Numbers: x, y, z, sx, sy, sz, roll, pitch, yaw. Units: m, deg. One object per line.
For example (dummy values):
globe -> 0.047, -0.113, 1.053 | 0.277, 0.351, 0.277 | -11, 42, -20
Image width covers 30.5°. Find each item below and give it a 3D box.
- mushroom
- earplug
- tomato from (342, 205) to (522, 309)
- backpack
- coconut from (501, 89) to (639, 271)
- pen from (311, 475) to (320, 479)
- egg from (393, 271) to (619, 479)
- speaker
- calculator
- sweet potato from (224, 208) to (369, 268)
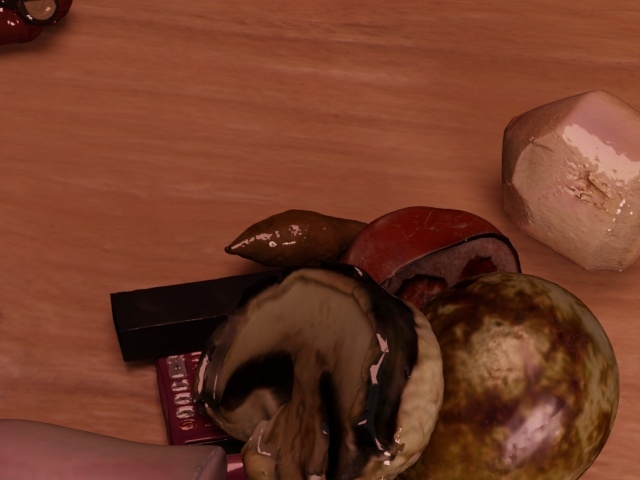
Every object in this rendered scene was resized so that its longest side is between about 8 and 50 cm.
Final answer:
mushroom -> 0.005, 0.147, 1.158 | 0.130, 0.344, 0.247 | 24, 73, -28
earplug -> -0.260, 0.255, 1.160 | 0.301, 0.172, 0.172 | 11, 50, 11
tomato -> 0.112, 0.044, 1.381 | 0.214, 0.181, 0.155 | -11, 35, -25
backpack -> -0.471, -0.365, 1.643 | 0.229, 0.139, 0.229 | 8, 64, -17
coconut -> 0.327, -0.079, 1.467 | 0.234, 0.224, 0.224 | 34, 55, 11
pen -> -0.041, 0.281, 1.239 | 0.026, 0.026, 0.218 | 33, 55, 18
egg -> 0.178, 0.169, 1.227 | 0.238, 0.238, 0.289 | 36, 70, 20
speaker -> -0.129, 0.083, 1.365 | 0.218, 0.044, 0.082 | -9, 34, -16
calculator -> -0.110, 0.194, 1.299 | 0.126, 0.034, 0.190 | -7, 47, -12
sweet potato -> 0.002, -0.001, 1.446 | 0.269, 0.075, 0.075 | 0, 50, -24
